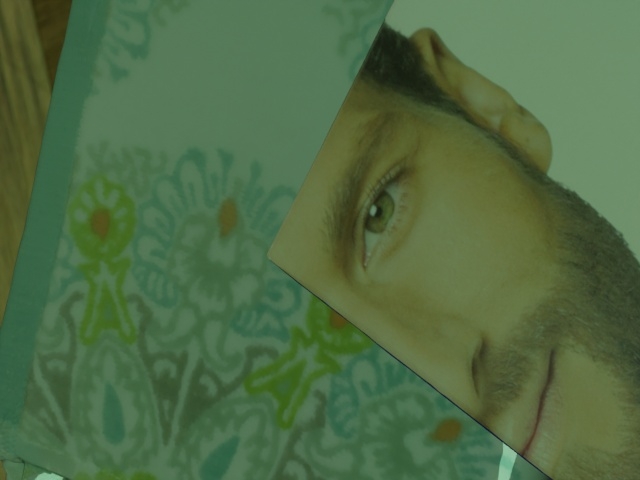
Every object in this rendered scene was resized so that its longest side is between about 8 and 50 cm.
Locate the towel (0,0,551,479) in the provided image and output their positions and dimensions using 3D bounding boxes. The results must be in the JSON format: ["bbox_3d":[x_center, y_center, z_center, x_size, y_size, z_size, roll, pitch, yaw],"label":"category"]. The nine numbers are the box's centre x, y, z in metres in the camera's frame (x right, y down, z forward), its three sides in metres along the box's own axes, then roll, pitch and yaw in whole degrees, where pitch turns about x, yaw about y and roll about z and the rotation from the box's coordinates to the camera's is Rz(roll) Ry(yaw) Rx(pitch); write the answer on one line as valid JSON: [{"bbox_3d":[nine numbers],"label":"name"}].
[{"bbox_3d":[0.000,0.000,0.940,0.320,0.090,0.374,18,100,27],"label":"towel"}]

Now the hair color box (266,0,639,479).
[{"bbox_3d":[0.156,0.018,0.719,0.339,0.110,0.185,37,109,33],"label":"hair color box"}]
